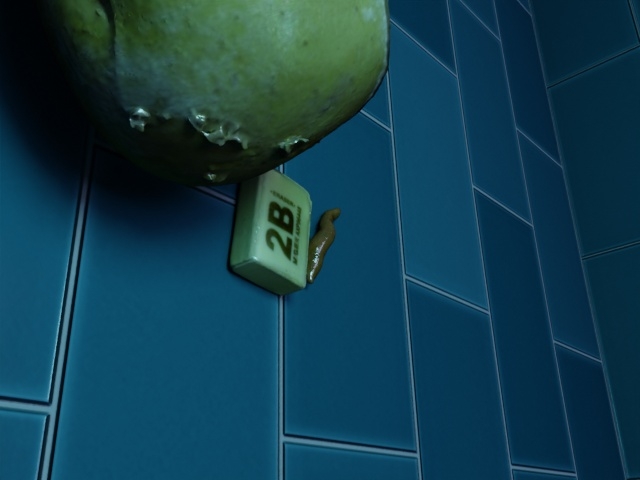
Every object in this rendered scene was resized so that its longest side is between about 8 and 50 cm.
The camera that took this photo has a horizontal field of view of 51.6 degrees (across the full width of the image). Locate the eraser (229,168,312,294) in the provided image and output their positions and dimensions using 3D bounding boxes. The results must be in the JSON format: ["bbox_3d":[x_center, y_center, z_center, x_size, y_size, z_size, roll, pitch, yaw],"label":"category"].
[{"bbox_3d":[-0.070,-0.017,0.994,0.117,0.058,0.172,32,50,-39],"label":"eraser"}]

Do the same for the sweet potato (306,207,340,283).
[{"bbox_3d":[0.003,-0.001,1.091,0.044,0.044,0.179,45,43,-27],"label":"sweet potato"}]

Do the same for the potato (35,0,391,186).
[{"bbox_3d":[-0.169,-0.265,0.752,0.319,0.385,0.442,-38,113,-41],"label":"potato"}]
